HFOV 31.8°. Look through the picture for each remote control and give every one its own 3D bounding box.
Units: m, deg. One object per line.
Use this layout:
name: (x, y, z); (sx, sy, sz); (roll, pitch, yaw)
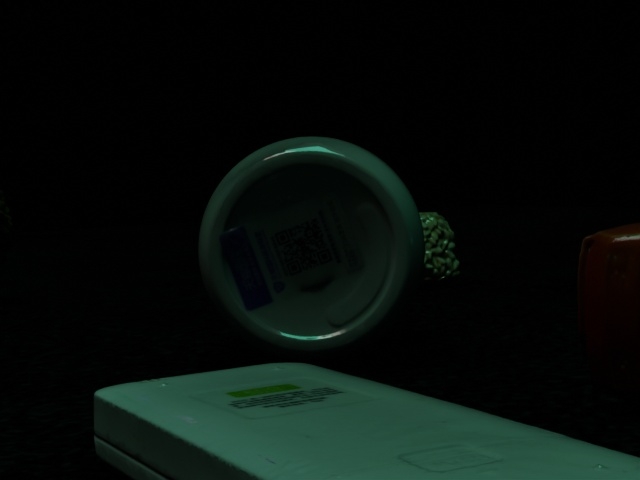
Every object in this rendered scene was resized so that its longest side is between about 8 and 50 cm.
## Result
remote control: (0.007, 0.074, 0.373); (0.103, 0.034, 0.250); (-4, 5, -30)

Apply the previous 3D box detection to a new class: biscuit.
biscuit: (0.049, 0.014, 1.046); (0.168, 0.070, 0.082); (-7, -3, -30)

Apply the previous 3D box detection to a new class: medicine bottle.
medicine bottle: (0.000, 0.000, 0.745); (0.135, 0.135, 0.215); (-2, 4, 4)

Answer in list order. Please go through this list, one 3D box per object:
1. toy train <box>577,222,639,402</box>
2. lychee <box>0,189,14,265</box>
toy train: (0.327, 0.025, 0.532); (0.409, 0.086, 0.089); (-3, 6, -12)
lychee: (-0.371, -0.014, 1.057); (0.171, 0.171, 0.171); (-2, 4, 0)
